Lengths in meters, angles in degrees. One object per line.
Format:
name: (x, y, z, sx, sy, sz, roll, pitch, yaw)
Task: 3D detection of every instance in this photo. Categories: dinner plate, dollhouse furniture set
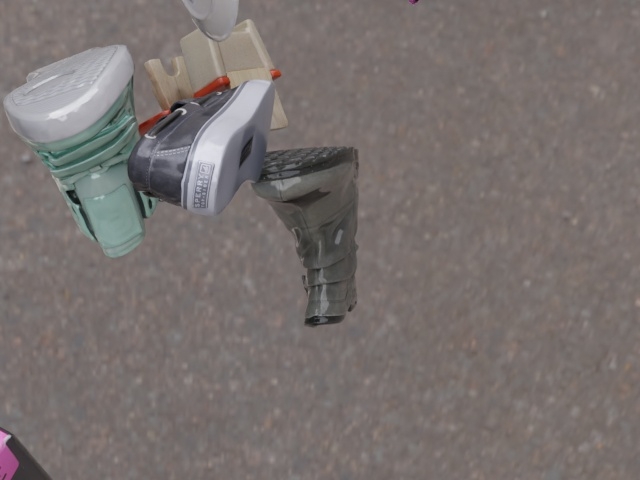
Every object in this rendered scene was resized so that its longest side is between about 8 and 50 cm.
dinner plate: (-0.116, -0.257, 1.486, 0.017, 0.141, 0.141, -17, 55, -24)
dollhouse furniture set: (-0.168, -0.150, 1.860, 0.262, 0.259, 0.135, -15, 83, -46)

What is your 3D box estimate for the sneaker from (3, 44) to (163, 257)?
sneaker: (-0.156, -0.058, 1.136, 0.094, 0.151, 0.256, -22, 12, -2)

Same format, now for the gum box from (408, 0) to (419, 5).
gum box: (0.152, -0.355, 1.785, 0.062, 0.188, 0.107, 46, 60, 0)

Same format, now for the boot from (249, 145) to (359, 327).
boot: (0.000, 0.000, 1.371, 0.083, 0.246, 0.161, -4, 91, 12)

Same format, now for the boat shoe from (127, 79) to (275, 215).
boat shoe: (-0.085, -0.071, 1.127, 0.076, 0.080, 0.228, 12, 21, 6)

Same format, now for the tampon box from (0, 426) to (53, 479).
tampon box: (-0.170, 0.078, 0.439, 0.161, 0.101, 0.120, 28, 71, 17)
